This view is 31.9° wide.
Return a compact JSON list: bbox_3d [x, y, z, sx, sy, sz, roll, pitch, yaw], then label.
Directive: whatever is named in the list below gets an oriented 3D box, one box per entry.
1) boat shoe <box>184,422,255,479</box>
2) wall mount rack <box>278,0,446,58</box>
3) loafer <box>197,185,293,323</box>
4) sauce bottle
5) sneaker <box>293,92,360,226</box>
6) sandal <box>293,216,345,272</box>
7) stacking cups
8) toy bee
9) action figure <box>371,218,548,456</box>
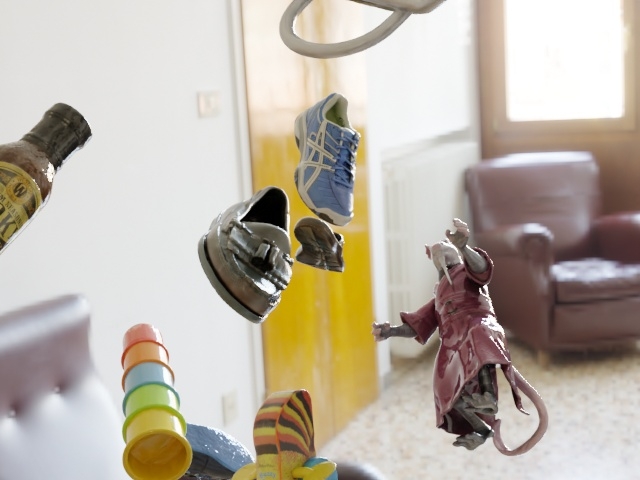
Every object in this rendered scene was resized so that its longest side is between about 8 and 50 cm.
[{"bbox_3d":[-0.239,0.404,2.136,0.258,0.089,0.109,32,26,-30],"label":"boat shoe"},{"bbox_3d":[0.116,-0.288,0.931,0.304,0.130,0.350,22,58,37],"label":"wall mount rack"},{"bbox_3d":[-0.071,0.000,1.185,0.084,0.096,0.267,-45,16,9],"label":"loafer"},{"bbox_3d":[-0.428,-0.049,1.452,0.111,0.111,0.344,4,48,40],"label":"sauce bottle"},{"bbox_3d":[0.013,-0.116,1.555,0.080,0.211,0.081,13,-39,-34],"label":"sneaker"},{"bbox_3d":[0.000,0.000,1.868,0.090,0.060,0.219,16,-20,14],"label":"sandal"},{"bbox_3d":[-0.248,0.230,1.643,0.096,0.096,0.316,-5,24,-10],"label":"stacking cups"},{"bbox_3d":[-0.047,0.382,1.688,0.162,0.298,0.195,-12,-22,-49],"label":"toy bee"},{"bbox_3d":[0.254,0.134,1.845,0.275,0.370,0.248,21,-46,-29],"label":"action figure"}]
